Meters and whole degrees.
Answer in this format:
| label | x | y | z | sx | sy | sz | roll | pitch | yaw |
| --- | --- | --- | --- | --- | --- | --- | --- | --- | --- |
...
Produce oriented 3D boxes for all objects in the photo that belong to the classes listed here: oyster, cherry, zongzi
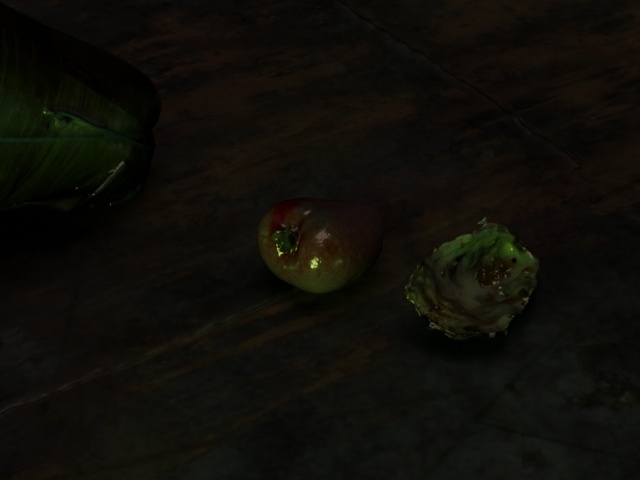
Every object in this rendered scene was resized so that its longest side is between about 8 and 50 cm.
| label | x | y | z | sx | sy | sz | roll | pitch | yaw |
| --- | --- | --- | --- | --- | --- | --- | --- | --- | --- |
| oyster | 0.147 | 0.037 | 1.529 | 0.105 | 0.056 | 0.177 | 25 | 42 | 11 |
| cherry | 0.002 | 0.006 | 1.540 | 0.126 | 0.087 | 0.106 | 7 | 26 | -24 |
| zongzi | -0.370 | -0.029 | 1.556 | 0.208 | 0.432 | 0.403 | 16 | -5 | 46 |
